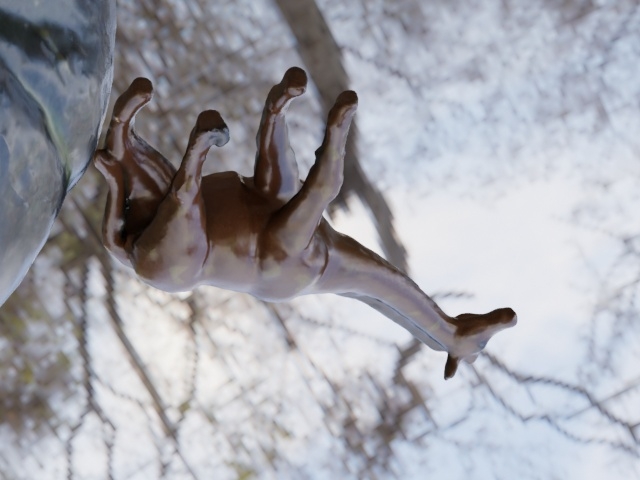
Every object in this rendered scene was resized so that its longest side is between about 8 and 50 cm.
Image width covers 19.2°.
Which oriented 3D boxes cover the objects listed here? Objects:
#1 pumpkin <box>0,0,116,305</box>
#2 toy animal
[{"bbox_3d":[-0.233,-0.078,0.678,0.323,0.241,0.323,4,-120,-7],"label":"pumpkin"},{"bbox_3d":[0.000,0.000,0.979,0.224,0.230,0.066,-6,-131,-7],"label":"toy animal"}]
